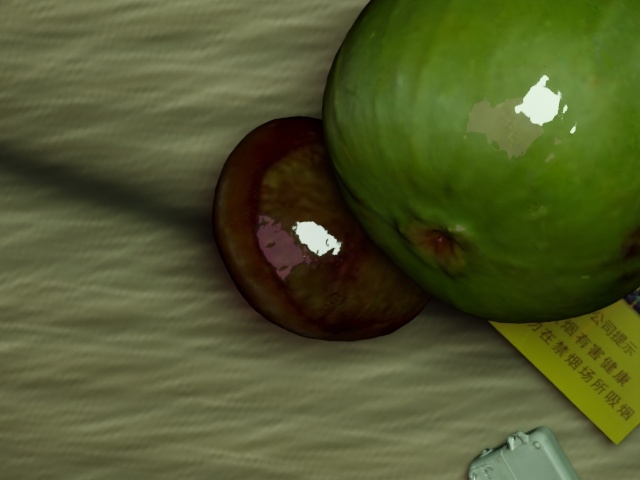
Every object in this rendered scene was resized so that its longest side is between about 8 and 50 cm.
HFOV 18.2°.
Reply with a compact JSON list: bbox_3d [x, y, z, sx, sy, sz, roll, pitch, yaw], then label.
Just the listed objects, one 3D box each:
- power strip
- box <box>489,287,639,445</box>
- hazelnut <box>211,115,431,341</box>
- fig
[{"bbox_3d":[0.200,0.250,1.704,0.081,0.035,0.192,-30,94,24],"label":"power strip"},{"bbox_3d":[0.280,0.021,1.611,0.153,0.041,0.279,44,114,4],"label":"box"},{"bbox_3d":[0.000,0.000,1.637,0.204,0.178,0.178,30,116,-25],"label":"hazelnut"},{"bbox_3d":[0.167,-0.106,1.491,0.316,0.316,0.316,5,107,17],"label":"fig"}]
